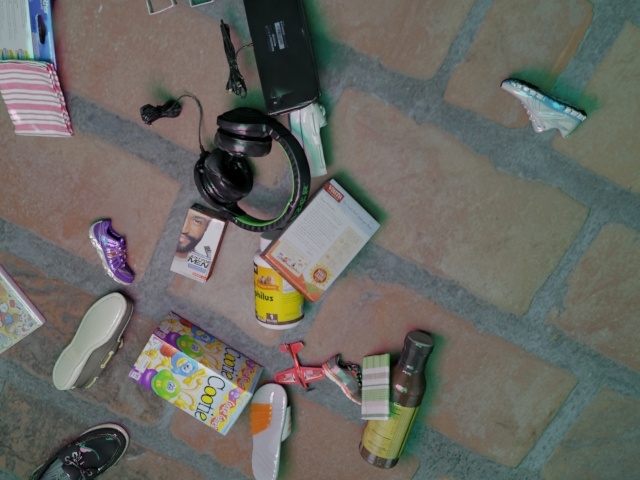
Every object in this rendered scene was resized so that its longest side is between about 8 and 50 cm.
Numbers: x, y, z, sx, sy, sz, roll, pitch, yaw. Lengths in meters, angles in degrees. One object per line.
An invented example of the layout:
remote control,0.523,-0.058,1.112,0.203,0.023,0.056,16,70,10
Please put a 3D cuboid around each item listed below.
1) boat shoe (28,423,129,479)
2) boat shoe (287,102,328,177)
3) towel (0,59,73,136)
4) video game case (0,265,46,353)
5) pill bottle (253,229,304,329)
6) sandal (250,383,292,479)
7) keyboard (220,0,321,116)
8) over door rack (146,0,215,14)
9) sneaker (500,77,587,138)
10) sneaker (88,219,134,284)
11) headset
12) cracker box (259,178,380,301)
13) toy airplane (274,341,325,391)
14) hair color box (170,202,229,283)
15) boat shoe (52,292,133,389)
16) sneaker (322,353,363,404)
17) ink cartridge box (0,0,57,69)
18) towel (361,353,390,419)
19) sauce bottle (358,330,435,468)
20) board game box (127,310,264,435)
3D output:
boat shoe,-0.656,0.604,2.110,0.340,0.113,0.127,-27,103,16
boat shoe,-0.027,-0.264,1.735,0.084,0.095,0.258,-6,111,-7
towel,-0.653,-0.316,1.801,0.144,0.029,0.197,3,131,9
video game case,-0.848,0.172,2.036,0.206,0.026,0.227,-33,102,18
pill bottle,-0.096,0.089,1.844,0.117,0.117,0.215,2,109,8
sandal,-0.122,0.482,2.007,0.101,0.076,0.266,11,100,29
keyboard,-0.119,-0.415,1.667,0.201,0.033,0.318,-13,85,12
over door rack,-0.257,-0.618,1.560,0.108,0.239,0.325,4,109,13
sneaker,0.454,-0.272,1.664,0.190,0.071,0.083,28,116,-1
sneaker,-0.492,0.029,1.912,0.071,0.068,0.170,-24,103,10
headset,-0.206,-0.181,1.720,0.394,0.185,0.243,40,120,16
cracker box,0.000,0.000,1.764,0.155,0.067,0.232,44,77,-11
toy airplane,-0.059,0.310,1.961,0.151,0.028,0.151,11,119,20
hair color box,-0.285,0.007,1.879,0.093,0.053,0.167,21,110,2
boat shoe,-0.553,0.254,1.986,0.305,0.091,0.109,-51,53,16
sneaker,0.079,0.339,1.939,0.158,0.061,0.065,41,103,-7
ink cartridge box,-0.730,-0.479,1.772,0.310,0.065,0.186,5,111,10
towel,0.135,0.347,1.881,0.023,0.113,0.152,10,75,-28
sauce bottle,0.189,0.380,1.909,0.111,0.111,0.345,19,109,2
board game box,-0.300,0.321,1.942,0.275,0.144,0.142,32,110,-4
